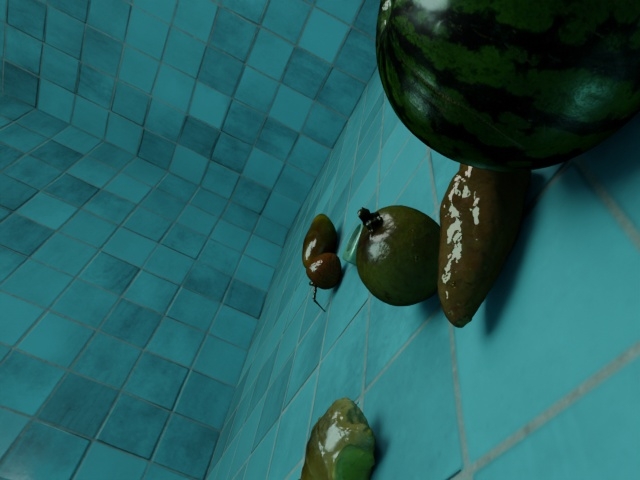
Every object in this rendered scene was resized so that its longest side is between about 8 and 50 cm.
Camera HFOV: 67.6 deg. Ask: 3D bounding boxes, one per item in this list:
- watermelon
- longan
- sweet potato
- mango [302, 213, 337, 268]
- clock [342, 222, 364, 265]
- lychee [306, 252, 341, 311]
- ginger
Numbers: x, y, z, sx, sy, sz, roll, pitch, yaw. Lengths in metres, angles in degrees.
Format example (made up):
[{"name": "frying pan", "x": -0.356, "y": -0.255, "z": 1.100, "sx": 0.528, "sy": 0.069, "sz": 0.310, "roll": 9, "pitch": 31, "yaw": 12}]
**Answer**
[{"name": "watermelon", "x": 0.196, "y": -0.211, "z": 0.477, "sx": 0.285, "sy": 0.284, "sz": 0.285, "roll": -62, "pitch": 9, "yaw": 17}, {"name": "longan", "x": 0.113, "y": 0.016, "z": 0.710, "sx": 0.145, "sy": 0.176, "sz": 0.154, "roll": -50, "pitch": 23, "yaw": -3}, {"name": "sweet potato", "x": 0.189, "y": -0.017, "z": 0.579, "sx": 0.252, "sy": 0.097, "sz": 0.097, "roll": -67, "pitch": 9, "yaw": -23}, {"name": "mango", "x": 0.000, "y": 0.000, "z": 1.624, "sx": 0.268, "sy": 0.110, "sz": 0.133, "roll": -78, "pitch": 0, "yaw": -52}, {"name": "clock", "x": 0.105, "y": -0.002, "z": 1.235, "sx": 0.135, "sy": 0.041, "sz": 0.101, "roll": -64, "pitch": 8, "yaw": 0}, {"name": "lychee", "x": 0.005, "y": 0.099, "z": 1.346, "sx": 0.140, "sy": 0.114, "sz": 0.101, "roll": -49, "pitch": -28, "yaw": -18}, {"name": "ginger", "x": 0.001, "y": 0.351, "z": 0.737, "sx": 0.295, "sy": 0.086, "sz": 0.131, "roll": 117, "pitch": 151, "yaw": -42}]
